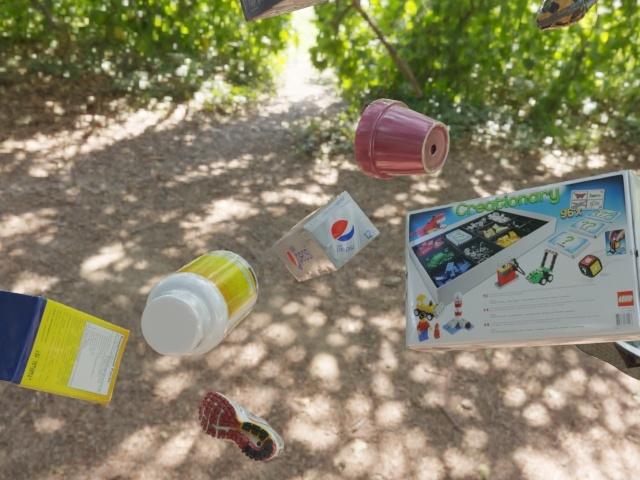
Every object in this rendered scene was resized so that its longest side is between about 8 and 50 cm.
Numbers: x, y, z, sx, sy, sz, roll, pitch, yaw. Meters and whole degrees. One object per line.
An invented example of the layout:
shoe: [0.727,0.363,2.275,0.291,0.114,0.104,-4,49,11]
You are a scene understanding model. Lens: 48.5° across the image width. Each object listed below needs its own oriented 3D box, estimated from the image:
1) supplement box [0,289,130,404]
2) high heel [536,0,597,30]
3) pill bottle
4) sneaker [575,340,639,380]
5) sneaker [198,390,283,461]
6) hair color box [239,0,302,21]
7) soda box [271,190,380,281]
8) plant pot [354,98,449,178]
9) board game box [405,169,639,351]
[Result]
supplement box: [-0.651,0.256,1.683,0.195,0.194,0.356,6,-18,22]
high heel: [0.380,-0.410,1.201,0.186,0.093,0.261,-35,19,-8]
pill bottle: [-0.171,0.090,1.012,0.117,0.117,0.215,12,13,9]
sneaker: [0.657,0.198,1.601,0.226,0.086,0.163,35,43,6]
sneaker: [-0.176,0.409,1.551,0.225,0.088,0.092,30,-2,28]
hair color box: [-0.021,-0.470,1.228,0.173,0.105,0.347,-20,14,-17]
soda box: [0.000,0.000,1.242,0.098,0.091,0.286,-41,4,-15]
plant pot: [0.213,-0.244,1.778,0.180,0.201,0.201,16,24,36]
board game box: [0.248,0.036,0.898,0.305,0.193,0.053,-10,-19,38]
